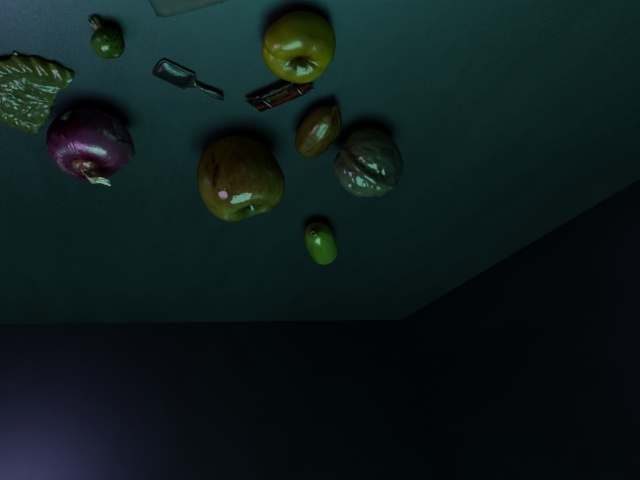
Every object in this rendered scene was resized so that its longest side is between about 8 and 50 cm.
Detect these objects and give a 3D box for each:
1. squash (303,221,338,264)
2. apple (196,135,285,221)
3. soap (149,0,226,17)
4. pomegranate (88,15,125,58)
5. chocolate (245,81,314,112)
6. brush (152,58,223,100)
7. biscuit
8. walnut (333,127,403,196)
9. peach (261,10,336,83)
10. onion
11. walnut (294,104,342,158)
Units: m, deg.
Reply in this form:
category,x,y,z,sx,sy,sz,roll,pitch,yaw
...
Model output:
category,x,y,z,sx,sy,sz,roll,pitch,yaw
squash,0.000,0.000,2.101,0.132,0.132,0.247,-10,155,3
apple,-0.242,-0.189,1.510,0.264,0.264,0.264,-7,155,-3
soap,-0.221,-0.554,0.862,0.285,0.107,0.296,-12,154,6
pomegranate,-0.464,-0.441,1.092,0.073,0.084,0.073,-11,-176,1
chocolate,-0.108,-0.392,1.342,0.182,0.028,0.086,-19,161,24
brush,-0.326,-0.398,1.271,0.193,0.016,0.063,15,147,-40
biscuit,-0.737,-0.355,1.213,0.187,0.036,0.273,14,147,-40
walnut,0.148,-0.237,1.555,0.224,0.224,0.224,-7,155,-3
peach,-0.052,-0.443,1.159,0.179,0.103,0.179,-11,156,-5
onion,-0.613,-0.259,1.316,0.207,0.201,0.200,14,171,37
walnut,-0.004,-0.317,1.450,0.115,0.116,0.207,6,145,-28
